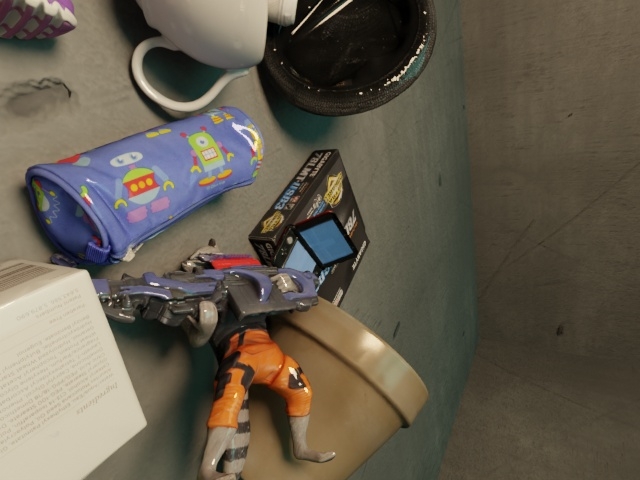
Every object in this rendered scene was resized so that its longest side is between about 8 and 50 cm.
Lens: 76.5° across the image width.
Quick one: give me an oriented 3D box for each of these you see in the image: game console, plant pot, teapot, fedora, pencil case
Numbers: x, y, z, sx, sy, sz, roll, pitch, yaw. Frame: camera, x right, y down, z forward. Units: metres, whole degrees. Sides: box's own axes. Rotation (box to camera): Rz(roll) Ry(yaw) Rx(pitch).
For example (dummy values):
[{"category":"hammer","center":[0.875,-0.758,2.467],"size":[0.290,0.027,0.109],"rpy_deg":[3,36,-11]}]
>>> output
[{"category":"game console","center":[-0.006,0.033,0.756],"size":[0.144,0.085,0.124],"rpy_deg":[55,50,-43]},{"category":"plant pot","center":[-0.020,0.296,0.717],"size":[0.280,0.323,0.323],"rpy_deg":[-51,136,-21]},{"category":"teapot","center":[-0.163,-0.341,0.509],"size":[0.253,0.186,0.256],"rpy_deg":[116,-29,-65]},{"category":"fedora","center":[0.046,-0.382,0.788],"size":[0.152,0.333,0.335],"rpy_deg":[-130,-138,-87]},{"category":"pencil case","center":[-0.199,-0.080,0.525],"size":[0.133,0.119,0.306],"rpy_deg":[53,42,-6]}]

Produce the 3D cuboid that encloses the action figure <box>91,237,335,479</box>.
[{"category":"action figure","center":[-0.144,0.141,0.532],"size":[0.341,0.178,0.331],"rpy_deg":[10,46,-41]}]

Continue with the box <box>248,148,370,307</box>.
[{"category":"box","center":[0.000,0.000,0.905],"size":[0.296,0.073,0.294],"rpy_deg":[-58,137,-36]}]

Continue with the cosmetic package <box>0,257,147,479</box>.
[{"category":"cosmetic package","center":[-0.290,0.132,0.371],"size":[0.151,0.151,0.184],"rpy_deg":[-35,121,-50]}]

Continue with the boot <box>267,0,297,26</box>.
[{"category":"boot","center":[-0.082,-0.491,0.658],"size":[0.095,0.123,0.259],"rpy_deg":[173,-73,-82]}]

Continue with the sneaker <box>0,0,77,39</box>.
[{"category":"sneaker","center":[-0.328,-0.257,0.338],"size":[0.236,0.095,0.105],"rpy_deg":[3,82,-57]}]
